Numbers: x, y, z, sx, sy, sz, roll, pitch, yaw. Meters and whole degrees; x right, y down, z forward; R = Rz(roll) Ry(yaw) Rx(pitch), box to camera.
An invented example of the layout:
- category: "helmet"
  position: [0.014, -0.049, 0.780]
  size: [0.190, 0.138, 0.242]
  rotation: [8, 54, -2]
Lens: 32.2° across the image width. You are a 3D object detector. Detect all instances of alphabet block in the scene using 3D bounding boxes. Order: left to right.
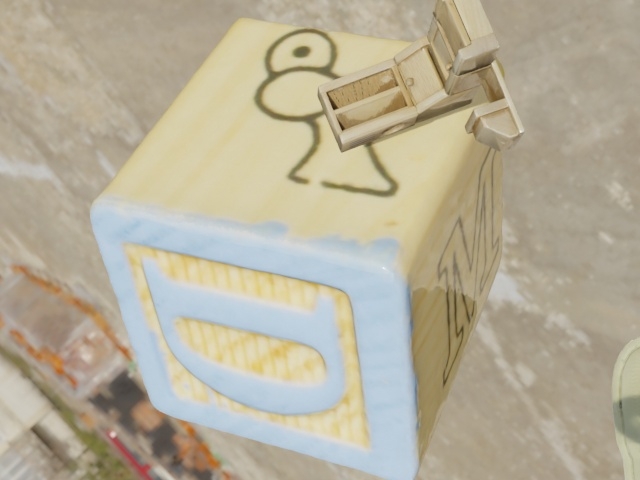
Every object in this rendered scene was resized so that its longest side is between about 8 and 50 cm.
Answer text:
- category: "alphabet block"
  position: [0.000, 0.000, 0.696]
  size: [0.192, 0.197, 0.193]
  rotation: [14, 137, 19]

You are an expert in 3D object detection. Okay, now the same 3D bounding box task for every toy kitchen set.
- category: "toy kitchen set"
  position: [0.046, -0.064, 0.522]
  size: [0.083, 0.075, 0.068]
  rotation: [96, 152, -79]

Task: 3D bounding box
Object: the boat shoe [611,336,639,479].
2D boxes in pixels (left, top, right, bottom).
- category: "boat shoe"
  position: [0.350, 0.263, 1.077]
  size: [0.127, 0.113, 0.340]
  rotation: [-11, 78, 45]
